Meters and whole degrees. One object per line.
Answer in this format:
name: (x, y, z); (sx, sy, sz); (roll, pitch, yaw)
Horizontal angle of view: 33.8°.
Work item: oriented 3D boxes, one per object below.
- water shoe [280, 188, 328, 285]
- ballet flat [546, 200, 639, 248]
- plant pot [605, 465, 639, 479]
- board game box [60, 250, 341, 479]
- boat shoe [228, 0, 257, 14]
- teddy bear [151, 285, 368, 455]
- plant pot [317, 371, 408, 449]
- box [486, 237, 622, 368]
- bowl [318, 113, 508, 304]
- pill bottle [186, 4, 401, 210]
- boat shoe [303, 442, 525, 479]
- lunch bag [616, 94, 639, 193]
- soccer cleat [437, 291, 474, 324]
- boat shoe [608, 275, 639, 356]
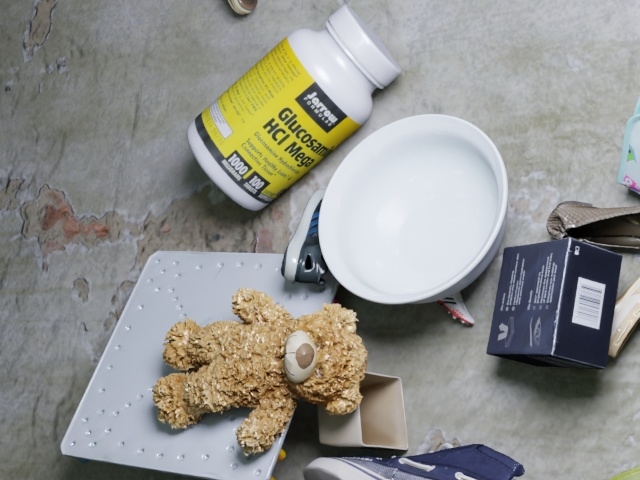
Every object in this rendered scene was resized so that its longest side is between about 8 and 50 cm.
water shoe: (0.000, 0.000, 1.659); (0.080, 0.073, 0.203); (18, 45, 6)
ballet flat: (0.419, -0.016, 1.425); (0.249, 0.084, 0.058); (4, 39, 39)
plant pot: (0.437, 0.438, 1.159); (0.366, 0.366, 0.353); (-26, 53, 21)
board game box: (-0.178, 0.192, 1.665); (0.389, 0.050, 0.390); (1, 55, 31)
boat shoe: (-0.166, -0.477, 1.936); (0.072, 0.068, 0.190); (-36, 50, 30)
teddy bear: (-0.103, 0.179, 1.522); (0.338, 0.113, 0.245); (9, 62, 35)
plant pot: (0.055, 0.259, 1.557); (0.096, 0.109, 0.109); (-20, 66, 37)
box: (0.313, 0.088, 1.421); (0.158, 0.093, 0.156); (-11, 65, 65)
bowl: (0.156, -0.025, 1.552); (0.297, 0.134, 0.298); (-14, 60, 26)
pill bottle: (-0.040, -0.218, 1.703); (0.334, 0.188, 0.188); (-40, 60, 14)
boat shoe: (0.137, 0.348, 1.480); (0.158, 0.127, 0.340); (-33, 28, -34)
lunch bag: (0.529, -0.151, 1.375); (0.223, 0.160, 0.262); (27, 104, 29)
soccer cleat: (0.201, 0.093, 1.564); (0.083, 0.029, 0.036); (42, 102, 37)
boat shoe: (0.435, 0.087, 1.416); (0.170, 0.063, 0.059); (-47, 70, 11)
